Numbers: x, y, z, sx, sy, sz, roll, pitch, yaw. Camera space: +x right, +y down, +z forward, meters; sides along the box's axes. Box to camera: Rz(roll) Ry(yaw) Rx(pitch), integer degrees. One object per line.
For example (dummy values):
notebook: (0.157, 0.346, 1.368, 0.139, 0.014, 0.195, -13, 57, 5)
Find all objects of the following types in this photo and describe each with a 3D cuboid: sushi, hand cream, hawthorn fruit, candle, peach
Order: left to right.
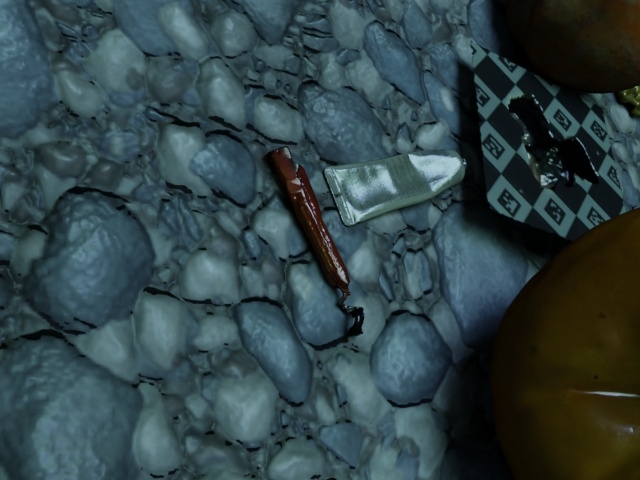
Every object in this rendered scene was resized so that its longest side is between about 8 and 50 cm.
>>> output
candle: (0.001, 0.000, 0.502, 0.026, 0.021, 0.167, -21, 84, -38)
hand cream: (0.078, -0.057, 0.580, 0.165, 0.037, 0.057, -17, 82, -31)
sushi: (0.250, -0.091, 0.702, 0.220, 0.047, 0.231, 17, 58, -24)
hawthorn fruit: (0.352, -0.268, 0.770, 0.251, 0.200, 0.199, 33, 54, -38)
peach: (0.316, 0.139, 0.483, 0.302, 0.343, 0.342, 31, 53, -49)

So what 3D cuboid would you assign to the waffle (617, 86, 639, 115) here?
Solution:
waffle: (0.492, -0.281, 0.951, 0.161, 0.046, 0.191, -12, 79, -37)
